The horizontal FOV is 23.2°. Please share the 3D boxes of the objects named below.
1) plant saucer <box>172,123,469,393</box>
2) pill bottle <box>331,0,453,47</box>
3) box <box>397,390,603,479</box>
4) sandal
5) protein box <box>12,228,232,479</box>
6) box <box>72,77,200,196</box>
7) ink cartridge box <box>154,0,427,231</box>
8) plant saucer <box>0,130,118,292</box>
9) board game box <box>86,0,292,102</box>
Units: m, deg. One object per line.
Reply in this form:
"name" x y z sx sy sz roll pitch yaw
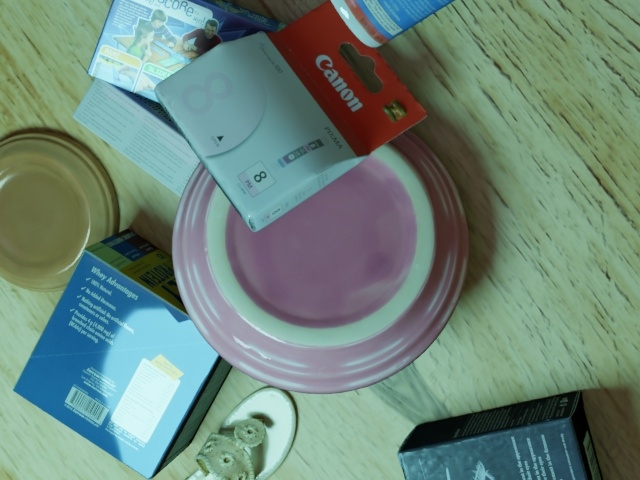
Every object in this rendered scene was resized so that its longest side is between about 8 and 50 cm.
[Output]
"plant saucer" 0.000 0.000 1.717 0.332 0.084 0.332 0 78 0
"pill bottle" 0.118 -0.312 1.673 0.221 0.124 0.124 -29 92 19
"box" 0.210 0.274 1.770 0.207 0.108 0.153 -13 97 17
"sandal" -0.118 0.281 1.874 0.088 0.079 0.240 43 108 3
"protein box" -0.214 0.131 1.841 0.200 0.136 0.201 32 107 7
"box" -0.137 -0.079 1.818 0.324 0.063 0.067 35 106 6
"ink cartridge box" -0.032 -0.149 1.682 0.232 0.066 0.189 -35 73 -4
"plant saucer" -0.344 -0.032 1.896 0.200 0.037 0.200 3 101 14
"board game box" -0.148 -0.215 1.774 0.201 0.035 0.136 22 115 -6
